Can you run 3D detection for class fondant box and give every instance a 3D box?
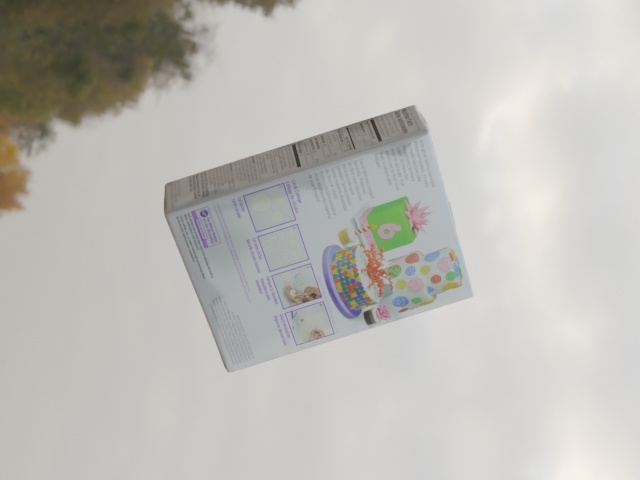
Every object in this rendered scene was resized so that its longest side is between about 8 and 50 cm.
[{"bbox_3d":[0.000,0.000,1.604,0.096,0.330,0.238,-102,175,-63],"label":"fondant box"}]
